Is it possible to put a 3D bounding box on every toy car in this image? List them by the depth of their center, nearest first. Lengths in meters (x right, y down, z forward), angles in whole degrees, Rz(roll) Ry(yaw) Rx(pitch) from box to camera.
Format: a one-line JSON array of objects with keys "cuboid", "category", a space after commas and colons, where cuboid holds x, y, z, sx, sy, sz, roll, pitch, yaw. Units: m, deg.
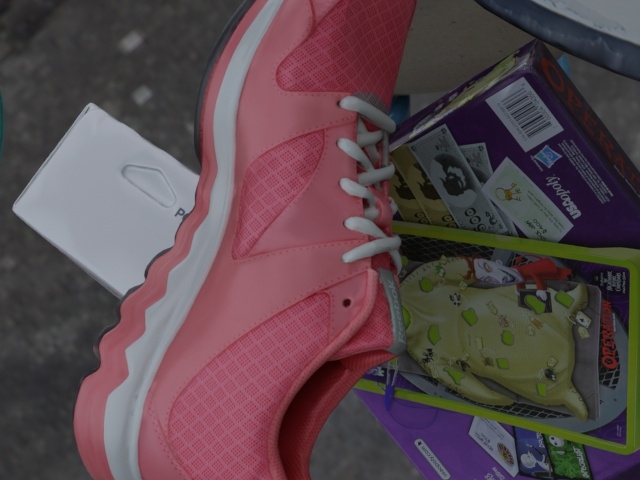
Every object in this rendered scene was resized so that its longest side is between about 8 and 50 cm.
[{"cuboid": [0.057, -0.213, 1.260, 0.210, 0.219, 0.238, -10, 50, -3], "category": "toy car"}]

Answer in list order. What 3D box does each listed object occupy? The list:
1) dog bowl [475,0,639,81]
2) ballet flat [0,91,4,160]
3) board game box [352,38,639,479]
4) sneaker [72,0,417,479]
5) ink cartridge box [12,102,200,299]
[{"cuboid": [0.163, -0.225, 0.434, 0.408, 0.150, 0.408, -9, 53, 12], "category": "dog bowl"}, {"cuboid": [-0.309, -0.142, 1.507, 0.106, 0.107, 0.316, -16, 58, 26], "category": "ballet flat"}, {"cuboid": [0.137, 0.078, 1.072, 0.208, 0.347, 0.056, -32, 15, 24], "category": "board game box"}, {"cuboid": [0.000, 0.000, 0.955, 0.136, 0.116, 0.313, 23, 92, 29], "category": "sneaker"}, {"cuboid": [-0.091, 0.022, 1.392, 0.172, 0.237, 0.100, 34, 83, 28], "category": "ink cartridge box"}]
